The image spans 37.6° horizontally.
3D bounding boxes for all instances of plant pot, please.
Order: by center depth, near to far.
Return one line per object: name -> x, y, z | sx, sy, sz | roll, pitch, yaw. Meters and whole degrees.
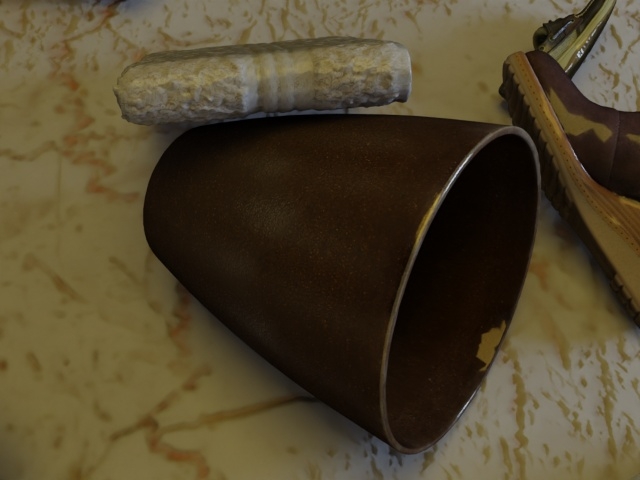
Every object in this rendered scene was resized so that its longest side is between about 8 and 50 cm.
plant pot -> 0.000, 0.000, 0.644 | 0.230, 0.215, 0.215 | 20, 59, 29

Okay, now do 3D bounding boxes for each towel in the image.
towel -> -0.048, -0.120, 0.698 | 0.187, 0.049, 0.282 | -7, 13, -4

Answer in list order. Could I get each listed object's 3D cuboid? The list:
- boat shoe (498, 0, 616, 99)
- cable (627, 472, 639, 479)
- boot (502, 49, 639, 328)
boat shoe -> 0.209, -0.171, 0.820 | 0.049, 0.056, 0.152 | 32, 63, 13
cable -> 0.322, 0.212, 0.560 | 0.257, 0.089, 0.257 | -28, 62, -17
boot -> 0.276, -0.074, 0.710 | 0.207, 0.090, 0.248 | -30, 81, 0
